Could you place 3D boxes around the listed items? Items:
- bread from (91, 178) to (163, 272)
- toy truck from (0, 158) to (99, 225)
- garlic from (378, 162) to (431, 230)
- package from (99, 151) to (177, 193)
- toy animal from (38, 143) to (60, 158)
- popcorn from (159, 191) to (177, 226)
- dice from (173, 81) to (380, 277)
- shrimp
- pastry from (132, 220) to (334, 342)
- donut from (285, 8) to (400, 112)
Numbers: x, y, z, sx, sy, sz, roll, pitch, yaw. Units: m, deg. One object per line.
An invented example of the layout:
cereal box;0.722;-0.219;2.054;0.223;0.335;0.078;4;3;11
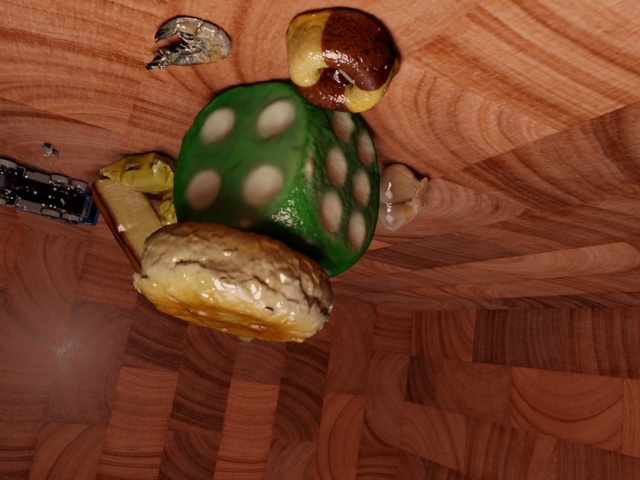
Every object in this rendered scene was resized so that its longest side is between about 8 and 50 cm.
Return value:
bread;-0.574;-0.027;1.623;0.143;0.323;0.333;-32;179;-19
toy truck;-0.902;-0.145;1.670;0.175;0.146;0.368;2;166;46
garlic;0.179;-0.106;1.198;0.099;0.124;0.174;32;153;42
package;-0.445;-0.174;1.356;0.227;0.090;0.168;-1;168;25
toy animal;-0.738;-0.240;1.393;0.050;0.028;0.084;2;168;-11
popcorn;-0.316;-0.085;1.483;0.286;0.173;0.225;14;162;-12
dice;-0.073;-0.102;0.963;0.300;0.296;0.287;2;162;28
shrimp;-0.213;-0.301;0.787;0.161;0.034;0.091;-5;151;26
pastry;-0.128;0.071;0.824;0.330;0.136;0.329;10;159;4
donut;0.029;-0.250;0.747;0.167;0.073;0.184;9;166;13
